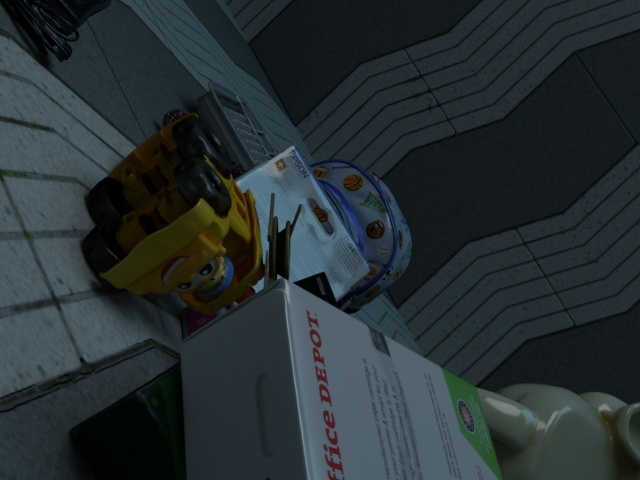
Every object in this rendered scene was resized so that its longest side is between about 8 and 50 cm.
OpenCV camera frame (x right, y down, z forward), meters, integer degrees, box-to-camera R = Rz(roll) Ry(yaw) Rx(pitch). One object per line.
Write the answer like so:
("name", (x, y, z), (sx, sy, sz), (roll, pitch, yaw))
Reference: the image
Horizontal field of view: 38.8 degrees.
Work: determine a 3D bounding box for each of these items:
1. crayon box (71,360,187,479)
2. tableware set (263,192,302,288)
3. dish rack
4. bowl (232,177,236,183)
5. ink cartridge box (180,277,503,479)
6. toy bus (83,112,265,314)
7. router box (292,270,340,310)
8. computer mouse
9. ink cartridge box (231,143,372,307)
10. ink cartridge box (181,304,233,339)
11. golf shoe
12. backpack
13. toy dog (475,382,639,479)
("crayon box", (-0.038, 0.238, 0.742), (0.318, 0.081, 0.202), (59, 26, 1))
("tableware set", (-0.039, 0.049, 1.006), (0.194, 0.039, 0.128), (-89, -179, -49))
("dish rack", (-0.148, -0.173, 1.862), (0.285, 0.072, 0.333), (60, 8, 3))
("bowl", (-0.165, -0.065, 1.125), (0.142, 0.053, 0.142), (56, 48, -13))
("ink cartridge box", (0.029, 0.178, 0.698), (0.273, 0.115, 0.198), (32, 36, -41))
("toy bus", (-0.129, 0.003, 0.970), (0.211, 0.149, 0.220), (51, 12, -29))
("router box", (0.033, 0.226, 1.058), (0.308, 0.081, 0.243), (-110, -179, -49))
("computer mouse", (-0.356, -0.332, 1.178), (0.188, 0.072, 0.272), (59, 20, -18))
("ink cartridge box", (-0.064, 0.013, 1.246), (0.045, 0.224, 0.223), (-20, -76, 56))
("ink cartridge box", (-0.067, 0.209, 0.970), (0.185, 0.065, 0.311), (54, 11, -32))
("golf shoe", (-0.199, -0.140, 1.487), (0.086, 0.067, 0.186), (14, -30, 54))
("backpack", (0.000, 0.000, 1.425), (0.276, 0.263, 0.213), (62, 8, 11))
("toy dog", (0.223, 0.331, 1.195), (0.395, 0.284, 0.408), (27, -22, -22))
